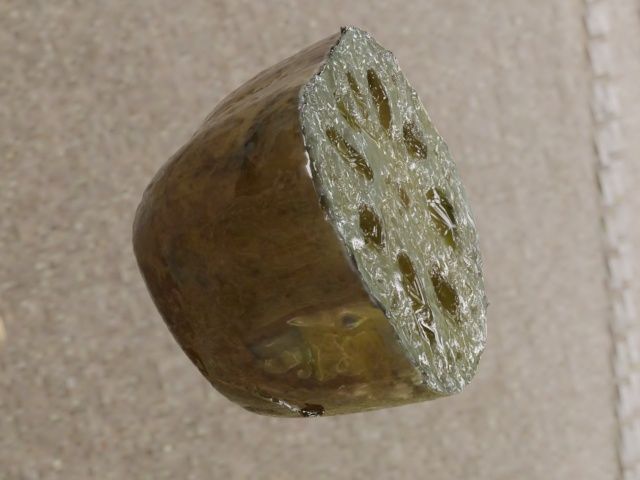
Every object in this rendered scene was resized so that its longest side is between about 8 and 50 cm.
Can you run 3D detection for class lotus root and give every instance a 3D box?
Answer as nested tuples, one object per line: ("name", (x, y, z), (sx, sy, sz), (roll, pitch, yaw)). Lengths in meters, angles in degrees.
("lotus root", (0.002, 0.003, 0.630), (0.112, 0.081, 0.122), (55, 25, -13))
